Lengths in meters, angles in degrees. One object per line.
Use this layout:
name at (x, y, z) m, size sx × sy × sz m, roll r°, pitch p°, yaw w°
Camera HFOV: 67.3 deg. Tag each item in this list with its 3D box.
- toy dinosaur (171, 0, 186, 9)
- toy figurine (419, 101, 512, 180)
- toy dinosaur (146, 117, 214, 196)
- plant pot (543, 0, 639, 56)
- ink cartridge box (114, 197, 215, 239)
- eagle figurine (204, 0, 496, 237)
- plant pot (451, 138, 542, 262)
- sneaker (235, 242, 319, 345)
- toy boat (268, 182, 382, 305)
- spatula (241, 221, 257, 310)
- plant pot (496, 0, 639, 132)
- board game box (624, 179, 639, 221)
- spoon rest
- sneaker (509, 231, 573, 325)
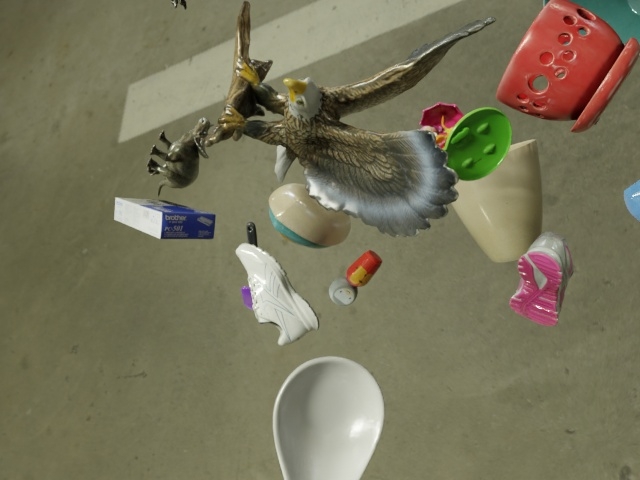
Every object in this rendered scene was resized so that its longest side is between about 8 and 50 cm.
toy dinosaur at (-0.170, -0.379, 0.608) m, size 0.118 × 0.064 × 0.268 m, roll -29°, pitch 59°, yaw 39°
toy figurine at (0.226, -0.186, 0.877) m, size 0.173 × 0.130 × 0.159 m, roll -34°, pitch 36°, yaw 1°
toy dinosaur at (-0.420, -0.220, 1.417) m, size 0.313 × 0.160 × 0.121 m, roll -58°, pitch 18°, yaw 29°
plant pot at (0.657, -0.529, 1.008) m, size 0.195 × 0.290 × 0.290 m, roll -21°, pitch 51°, yaw -24°
ink cartridge box at (-0.279, -0.041, 0.850) m, size 0.207 × 0.097 × 0.046 m, roll 15°, pitch 101°, yaw 46°
eagle figurine at (0.023, -0.142, 0.553) m, size 0.298 × 0.226 × 0.225 m, roll 10°, pitch 32°, yaw 12°
plant pot at (0.472, -0.091, 1.259) m, size 0.256 × 0.256 × 0.274 m, roll -18°, pitch 97°, yaw 23°
sneaker at (-0.130, 0.137, 1.232) m, size 0.129 × 0.111 × 0.297 m, roll -36°, pitch 86°, yaw -15°
toy boat at (0.000, 0.000, 1.142) m, size 0.318 × 0.267 × 0.148 m, roll 49°, pitch 112°, yaw 22°
spatula at (-0.200, 0.084, 1.433) m, size 0.084 × 0.030 × 0.296 m, roll 5°, pitch 110°, yaw 16°
plant pot at (0.435, -0.300, 0.842) m, size 0.174 × 0.191 × 0.191 m, roll 31°, pitch 88°, yaw 17°
board game box at (0.719, -0.097, 0.975) m, size 0.133 × 0.168 × 0.033 m, roll 43°, pitch 52°, yaw 7°
spoon rest at (-0.002, 0.275, 0.571) m, size 0.084 × 0.137 × 0.276 m, roll -167°, pitch 88°, yaw -77°
sneaker at (0.466, 0.082, 0.989) m, size 0.103 × 0.252 × 0.111 m, roll 26°, pitch 60°, yaw 30°
